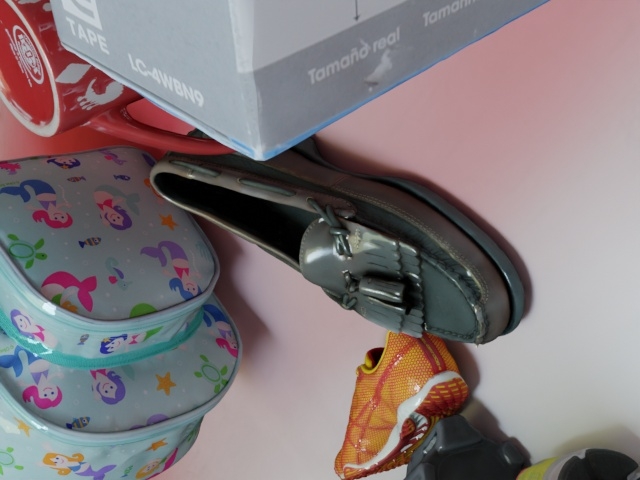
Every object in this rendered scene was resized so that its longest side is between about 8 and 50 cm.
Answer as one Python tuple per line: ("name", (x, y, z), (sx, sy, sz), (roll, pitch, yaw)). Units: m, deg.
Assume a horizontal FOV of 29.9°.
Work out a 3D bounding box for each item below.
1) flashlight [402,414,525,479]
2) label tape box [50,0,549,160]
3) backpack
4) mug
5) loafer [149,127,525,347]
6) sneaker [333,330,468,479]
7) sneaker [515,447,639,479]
("flashlight", (0.066, 0.240, 0.839), (0.103, 0.103, 0.304), (26, 145, 1))
("label tape box", (0.028, -0.230, 0.317), (0.115, 0.249, 0.348), (34, 142, 37))
("backpack", (-0.184, 0.059, 0.911), (0.253, 0.225, 0.191), (59, 135, 21))
("mug", (-0.092, -0.121, 0.676), (0.150, 0.169, 0.113), (52, 149, 13))
("loafer", (0.000, 0.000, 0.733), (0.267, 0.084, 0.096), (32, 141, 38))
("sneaker", (0.049, 0.110, 0.802), (0.067, 0.064, 0.175), (64, 148, 27))
("sneaker", (0.174, 0.210, 0.684), (0.208, 0.081, 0.094), (67, 158, -3))
